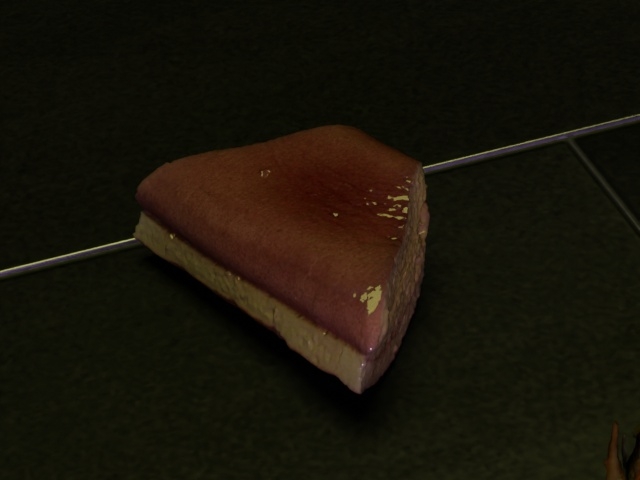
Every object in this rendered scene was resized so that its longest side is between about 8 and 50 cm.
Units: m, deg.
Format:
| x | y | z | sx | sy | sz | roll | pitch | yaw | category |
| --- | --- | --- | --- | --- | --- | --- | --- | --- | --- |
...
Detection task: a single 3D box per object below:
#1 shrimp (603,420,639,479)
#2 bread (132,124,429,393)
| x | y | z | sx | sy | sz | roll | pitch | yaw | category |
| --- | --- | --- | --- | --- | --- | --- | --- | --- | --- |
| 0.174 | 0.144 | 0.616 | 0.133 | 0.053 | 0.236 | -7 | 41 | 1 | shrimp |
| 0.000 | 0.001 | 0.812 | 0.119 | 0.067 | 0.192 | -34 | 44 | -21 | bread |
